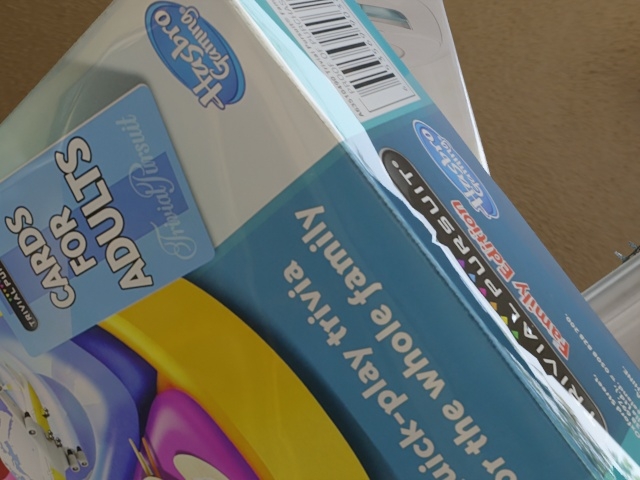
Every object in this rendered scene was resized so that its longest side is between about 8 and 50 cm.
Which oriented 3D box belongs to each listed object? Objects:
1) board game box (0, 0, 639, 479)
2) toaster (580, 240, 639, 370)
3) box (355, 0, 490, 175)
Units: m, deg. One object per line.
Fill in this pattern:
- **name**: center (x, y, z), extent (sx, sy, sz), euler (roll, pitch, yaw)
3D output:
- **board game box**: center (-0.060, 0.102, 0.410), extent (0.336, 0.079, 0.253), euler (-39, -95, 28)
- **toaster**: center (0.173, 0.104, 0.597), extent (0.146, 0.129, 0.227), euler (-31, -124, -7)
- **box**: center (0.000, 0.000, 0.716), extent (0.127, 0.231, 0.262), euler (-2, -36, -12)
